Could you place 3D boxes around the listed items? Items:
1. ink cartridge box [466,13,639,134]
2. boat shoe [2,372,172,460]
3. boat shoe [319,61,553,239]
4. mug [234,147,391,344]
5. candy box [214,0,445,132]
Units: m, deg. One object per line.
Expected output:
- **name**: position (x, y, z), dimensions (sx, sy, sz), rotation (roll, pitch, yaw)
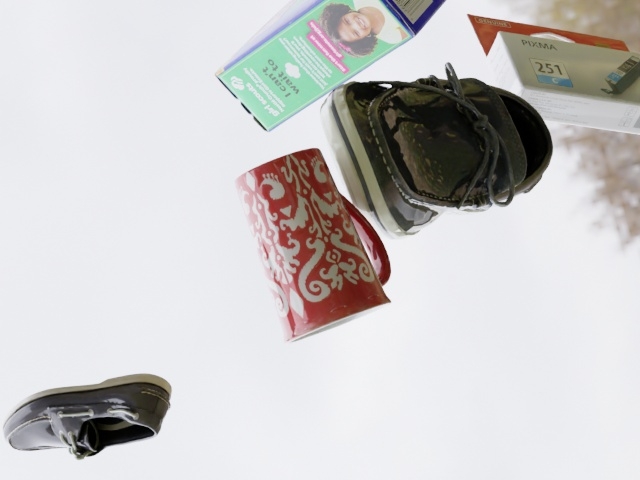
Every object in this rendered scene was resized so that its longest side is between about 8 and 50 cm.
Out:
- **ink cartridge box**: position (0.398, -0.277, 2.746), dimensions (0.296, 0.066, 0.261), rotation (6, -139, -21)
- **boat shoe**: position (-0.252, 0.195, 1.864), dimensions (0.075, 0.206, 0.065), rotation (51, -149, -45)
- **boat shoe**: position (0.139, -0.108, 1.994), dimensions (0.500, 0.156, 0.186), rotation (-4, -108, -66)
- **mug**: position (-0.009, 0.004, 1.745), dimensions (0.169, 0.113, 0.150), rotation (68, -167, 5)
- **candy box**: position (0.047, -0.311, 2.366), dimensions (0.122, 0.317, 0.268), rotation (48, -134, -10)
